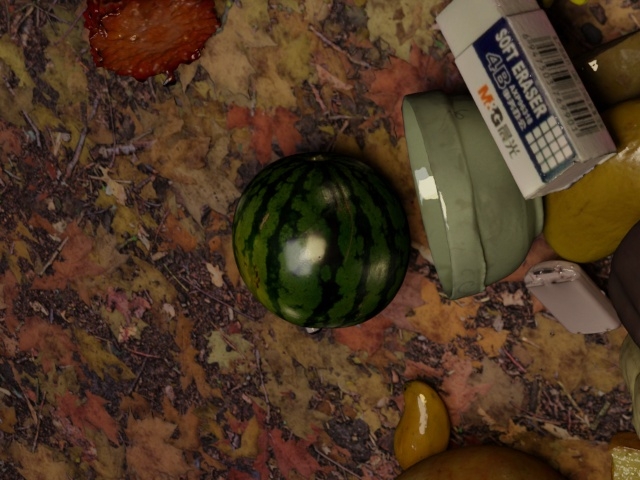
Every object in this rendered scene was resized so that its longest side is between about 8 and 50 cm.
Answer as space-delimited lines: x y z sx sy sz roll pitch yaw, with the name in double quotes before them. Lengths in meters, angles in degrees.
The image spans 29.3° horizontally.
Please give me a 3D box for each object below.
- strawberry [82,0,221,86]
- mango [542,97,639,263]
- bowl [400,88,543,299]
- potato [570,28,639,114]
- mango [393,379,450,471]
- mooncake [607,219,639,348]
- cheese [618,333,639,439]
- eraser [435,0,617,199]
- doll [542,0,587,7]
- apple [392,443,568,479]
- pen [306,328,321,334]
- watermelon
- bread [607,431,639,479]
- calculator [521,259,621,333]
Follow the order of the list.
"strawberry" -0.290 -0.384 2.017 0.234 0.234 0.178 -46 57 39
"mango" 0.412 -0.083 1.698 0.195 0.142 0.331 37 140 -14
"bowl" 0.224 -0.075 1.769 0.163 0.307 0.307 -10 111 1
"potato" 0.367 -0.203 1.706 0.261 0.100 0.120 -20 101 38
"mango" 0.176 0.329 2.117 0.098 0.075 0.190 11 112 18
"mooncake" 0.529 0.055 1.622 0.141 0.283 0.283 -113 33 -48
"cheese" 0.507 0.208 1.729 0.159 0.263 0.093 9 118 3
"eraser" 0.270 -0.208 1.624 0.130 0.086 0.287 -40 71 54
"doll" 0.259 -0.384 1.688 0.241 0.099 0.135 22 84 21
"apple" 0.266 0.523 2.004 0.400 0.333 0.400 2 101 12
"pen" -0.065 0.043 2.151 0.033 0.033 0.269 -18 103 37
"watermelon" 0.000 0.000 1.928 0.285 0.285 0.285 14 120 26
"bread" 0.537 0.364 1.912 0.187 0.065 0.103 16 115 24
"calculator" 0.382 0.090 1.847 0.100 0.032 0.175 -12 135 45
